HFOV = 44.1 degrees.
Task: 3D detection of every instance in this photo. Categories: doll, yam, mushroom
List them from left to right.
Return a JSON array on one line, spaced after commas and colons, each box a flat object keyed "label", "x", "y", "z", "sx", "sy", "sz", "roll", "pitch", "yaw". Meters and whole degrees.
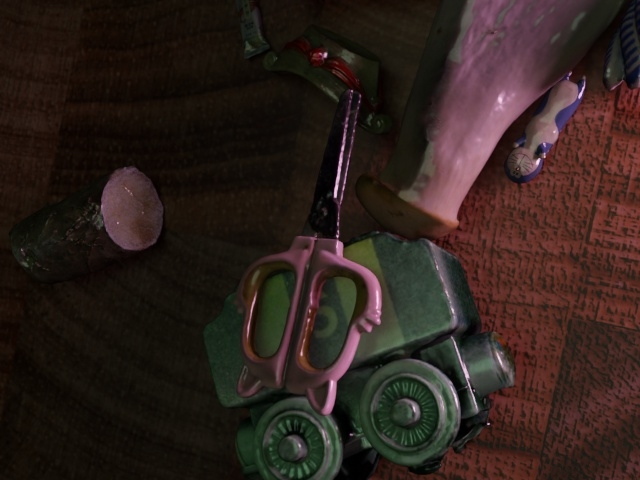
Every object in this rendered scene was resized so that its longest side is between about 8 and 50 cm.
[{"label": "yam", "x": -0.287, "y": -0.009, "z": 0.949, "sx": 0.183, "sy": 0.107, "sz": 0.107, "roll": -22, "pitch": 79, "yaw": 21}, {"label": "mushroom", "x": 0.156, "y": -0.147, "z": 0.772, "sx": 0.159, "sy": 0.122, "sz": 0.328, "roll": 32, "pitch": 98, "yaw": 37}, {"label": "doll", "x": 0.226, "y": -0.114, "z": 0.796, "sx": 0.037, "sy": 0.027, "sz": 0.125, "roll": 32, "pitch": 98, "yaw": 26}]

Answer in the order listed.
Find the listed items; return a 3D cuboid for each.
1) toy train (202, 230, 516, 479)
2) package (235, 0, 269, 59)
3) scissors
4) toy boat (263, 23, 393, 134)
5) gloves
[{"label": "toy train", "x": 0.032, "y": 0.124, "z": 0.786, "sx": 0.299, "sy": 0.167, "sz": 0.238, "roll": -23, "pitch": 73, "yaw": 17}, {"label": "package", "x": -0.084, "y": -0.269, "z": 0.931, "sx": 0.037, "sy": 0.015, "sz": 0.110, "roll": -16, "pitch": 80, "yaw": 25}, {"label": "scissors", "x": 0.000, "y": 0.000, "z": 0.750, "sx": 0.160, "sy": 0.024, "sz": 0.317, "roll": 5, "pitch": 74, "yaw": 30}, {"label": "toy boat", "x": 0.014, "y": -0.182, "z": 0.854, "sx": 0.185, "sy": 0.089, "sz": 0.071, "roll": 36, "pitch": 117, "yaw": 29}, {"label": "gloves", "x": 0.344, "y": -0.222, "z": 0.723, "sx": 0.229, "sy": 0.119, "sz": 0.097, "roll": -45, "pitch": 44, "yaw": -4}]
